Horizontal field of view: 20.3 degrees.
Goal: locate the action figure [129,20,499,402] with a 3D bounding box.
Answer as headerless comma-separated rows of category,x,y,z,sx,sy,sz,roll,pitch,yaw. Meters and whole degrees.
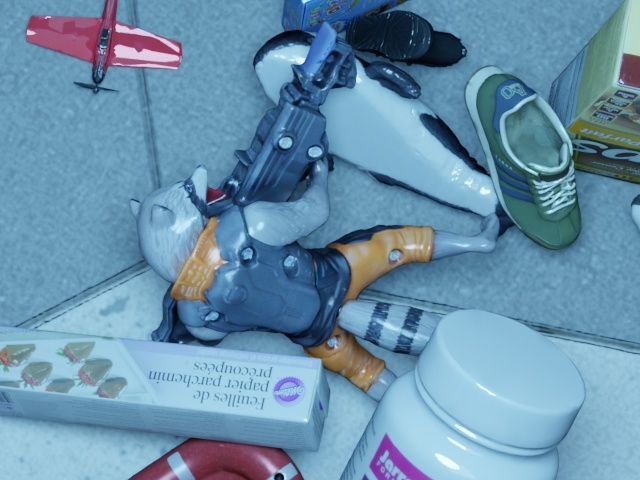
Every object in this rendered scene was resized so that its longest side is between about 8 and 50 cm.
action figure,0.000,0.000,1.556,0.330,0.178,0.341,14,113,-18

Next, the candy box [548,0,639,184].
candy box,0.313,-0.118,1.563,0.183,0.316,0.088,13,80,-2

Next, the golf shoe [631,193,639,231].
golf shoe,0.334,0.050,1.664,0.094,0.077,0.198,-33,85,-7

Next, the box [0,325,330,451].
box,-0.156,0.128,1.576,0.324,0.067,0.063,5,60,13

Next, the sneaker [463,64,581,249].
sneaker,0.193,-0.063,1.592,0.064,0.086,0.192,-33,115,-11

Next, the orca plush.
orca plush,0.077,-0.124,1.659,0.287,0.151,0.102,21,48,-2

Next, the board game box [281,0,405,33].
board game box,0.068,-0.251,1.643,0.211,0.160,0.039,-27,83,-7

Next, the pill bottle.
pill bottle,0.102,0.208,1.509,0.160,0.160,0.283,24,117,0

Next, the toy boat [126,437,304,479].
toy boat,-0.115,0.262,1.565,0.231,0.151,0.151,-34,86,-8

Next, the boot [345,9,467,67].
boot,0.092,-0.181,1.648,0.099,0.121,0.045,9,91,-36

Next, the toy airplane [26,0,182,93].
toy airplane,-0.197,-0.211,1.686,0.151,0.028,0.151,1,83,-6
